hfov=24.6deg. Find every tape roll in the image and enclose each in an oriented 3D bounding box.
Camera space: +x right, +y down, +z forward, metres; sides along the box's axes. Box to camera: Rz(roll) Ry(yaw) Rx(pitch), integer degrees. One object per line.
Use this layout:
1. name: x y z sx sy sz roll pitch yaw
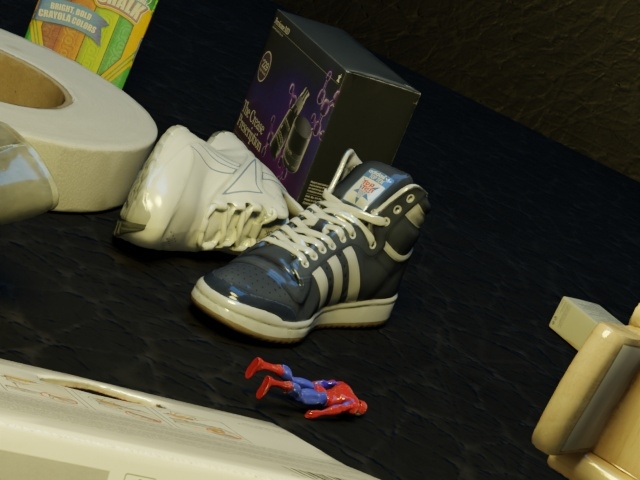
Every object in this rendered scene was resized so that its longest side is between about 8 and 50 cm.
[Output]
1. tape roll: -0.350 -0.143 1.427 0.392 0.072 0.392 22 15 -6

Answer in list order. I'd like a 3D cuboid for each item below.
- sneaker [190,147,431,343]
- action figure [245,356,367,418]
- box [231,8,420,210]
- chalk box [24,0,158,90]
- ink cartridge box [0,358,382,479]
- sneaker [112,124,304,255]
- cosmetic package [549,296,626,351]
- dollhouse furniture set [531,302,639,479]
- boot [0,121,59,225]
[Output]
1. sneaker: 0.000 0.000 1.303 0.099 0.153 0.282 31 17 27
2. action figure: -0.007 0.119 1.133 0.115 0.030 0.038 18 21 -38
3. box: -0.003 -0.142 1.719 0.103 0.184 0.261 17 16 -26
4. chalk box: -0.265 -0.290 1.772 0.132 0.213 0.132 21 16 -9
5. ink cartridge box: -0.110 0.133 0.866 0.296 0.066 0.261 16 -3 -25
6. sneaker: -0.095 -0.037 1.391 0.129 0.111 0.297 33 18 11
7. cosmetic package: 0.309 0.109 1.606 0.060 0.041 0.115 15 18 -32
8. dollhouse furniture set: 0.160 0.216 0.511 0.303 0.286 0.198 33 8 24
9. boot: -0.270 -0.009 0.975 0.208 0.076 0.189 -6 44 -40
